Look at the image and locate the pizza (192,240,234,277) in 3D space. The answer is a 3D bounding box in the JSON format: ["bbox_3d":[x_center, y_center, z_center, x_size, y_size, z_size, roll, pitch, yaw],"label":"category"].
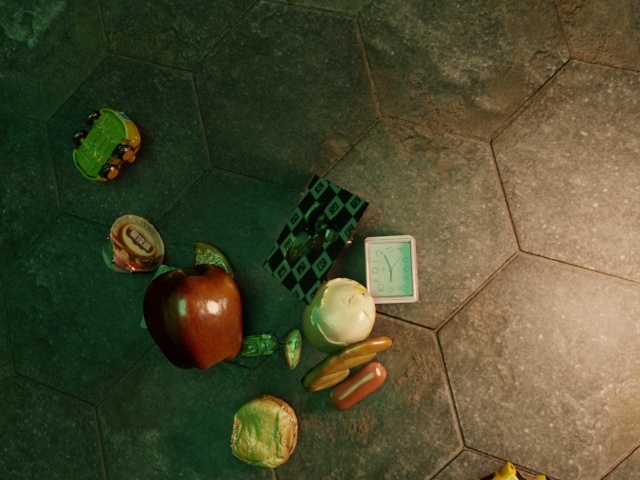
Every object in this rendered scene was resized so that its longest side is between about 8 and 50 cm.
[{"bbox_3d":[-0.353,0.084,1.978,0.178,0.041,0.131,29,90,15],"label":"pizza"}]

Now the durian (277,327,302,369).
[{"bbox_3d":[-0.096,0.328,1.901,0.066,0.052,0.130,8,90,-24],"label":"durian"}]

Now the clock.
[{"bbox_3d":[0.208,0.086,1.825,0.150,0.063,0.197,-3,84,15],"label":"clock"}]

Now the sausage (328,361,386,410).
[{"bbox_3d":[0.107,0.426,1.816,0.194,0.077,0.077,-38,77,7],"label":"sausage"}]

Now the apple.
[{"bbox_3d":[-0.366,0.217,1.837,0.288,0.288,0.317,-10,108,13],"label":"apple"}]

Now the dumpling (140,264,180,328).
[{"bbox_3d":[-0.488,0.190,1.968,0.149,0.105,0.217,24,87,21],"label":"dumpling"}]

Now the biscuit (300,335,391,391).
[{"bbox_3d":[0.058,0.350,1.747,0.299,0.154,0.045,-44,55,36],"label":"biscuit"}]

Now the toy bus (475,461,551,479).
[{"bbox_3d":[0.466,0.704,1.662,0.331,0.145,0.151,-31,77,10],"label":"toy bus"}]

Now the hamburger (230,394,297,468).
[{"bbox_3d":[-0.166,0.566,1.853,0.213,0.108,0.214,-2,83,15],"label":"hamburger"}]

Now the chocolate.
[{"bbox_3d":[-0.618,0.041,1.989,0.147,0.221,0.221,-33,77,31],"label":"chocolate"}]

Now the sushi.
[{"bbox_3d":[0.000,0.000,1.834,0.339,0.068,0.320,-60,35,1],"label":"sushi"}]

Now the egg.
[{"bbox_3d":[0.045,0.224,1.777,0.201,0.244,0.201,11,53,-16],"label":"egg"}]

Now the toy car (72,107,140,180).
[{"bbox_3d":[-0.687,-0.308,2.046,0.248,0.142,0.200,-45,76,17],"label":"toy car"}]

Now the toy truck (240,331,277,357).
[{"bbox_3d":[-0.189,0.319,1.897,0.111,0.077,0.076,-8,83,13],"label":"toy truck"}]
